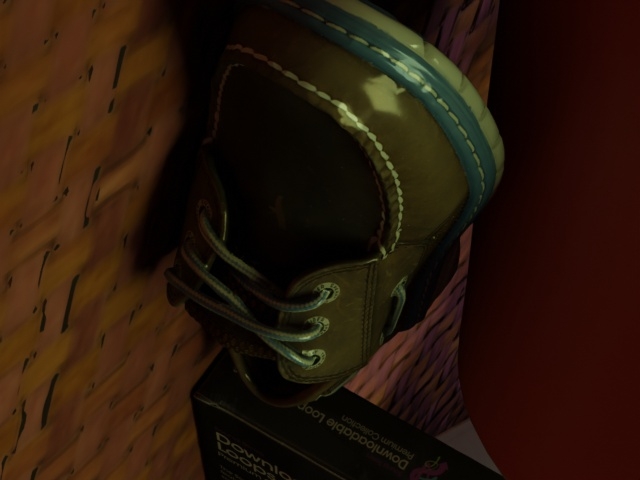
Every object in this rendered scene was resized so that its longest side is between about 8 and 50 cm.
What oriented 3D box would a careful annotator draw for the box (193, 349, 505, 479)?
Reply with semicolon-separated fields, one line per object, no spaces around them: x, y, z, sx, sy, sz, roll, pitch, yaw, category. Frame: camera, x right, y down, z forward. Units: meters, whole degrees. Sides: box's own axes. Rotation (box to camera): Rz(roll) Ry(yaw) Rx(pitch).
0.021;0.098;0.606;0.029;0.116;0.162;-56;164;-22;box

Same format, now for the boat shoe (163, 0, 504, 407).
0.000;0.000;0.463;0.066;0.066;0.183;-55;163;-15;boat shoe

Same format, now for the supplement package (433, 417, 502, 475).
0.158;0.159;0.863;0.198;0.199;0.263;-30;165;5;supplement package

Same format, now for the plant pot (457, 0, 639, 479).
0.161;-0.039;0.482;0.275;0.275;0.243;-35;147;-57;plant pot
